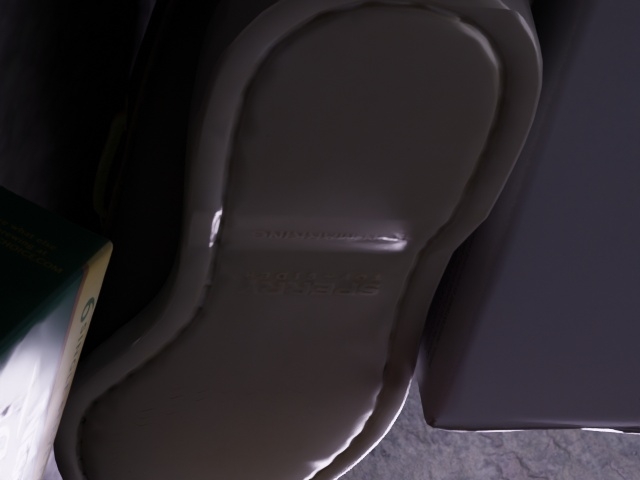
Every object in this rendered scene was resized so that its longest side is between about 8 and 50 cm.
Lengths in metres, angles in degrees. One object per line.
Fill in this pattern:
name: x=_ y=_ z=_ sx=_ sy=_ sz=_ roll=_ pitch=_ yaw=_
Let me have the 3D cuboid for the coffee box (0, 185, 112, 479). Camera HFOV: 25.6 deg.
coffee box: x=-0.107 y=0.070 z=0.293 sx=0.184 sy=0.040 sz=0.113 roll=-55 pitch=168 yaw=-64

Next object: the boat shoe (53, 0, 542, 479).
boat shoe: x=-0.022 y=-0.004 z=0.466 sx=0.324 sy=0.116 sz=0.097 roll=114 pitch=-24 yaw=-52

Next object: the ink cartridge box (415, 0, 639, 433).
ink cartridge box: x=0.108 y=-0.136 z=0.472 sx=0.272 sy=0.130 sz=0.309 roll=-98 pitch=-164 yaw=-46
